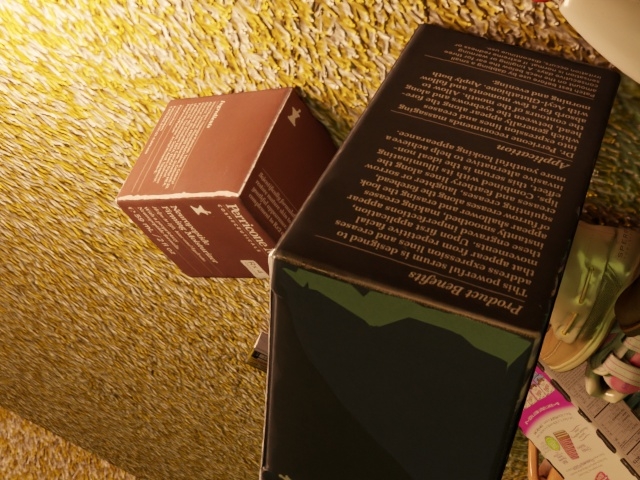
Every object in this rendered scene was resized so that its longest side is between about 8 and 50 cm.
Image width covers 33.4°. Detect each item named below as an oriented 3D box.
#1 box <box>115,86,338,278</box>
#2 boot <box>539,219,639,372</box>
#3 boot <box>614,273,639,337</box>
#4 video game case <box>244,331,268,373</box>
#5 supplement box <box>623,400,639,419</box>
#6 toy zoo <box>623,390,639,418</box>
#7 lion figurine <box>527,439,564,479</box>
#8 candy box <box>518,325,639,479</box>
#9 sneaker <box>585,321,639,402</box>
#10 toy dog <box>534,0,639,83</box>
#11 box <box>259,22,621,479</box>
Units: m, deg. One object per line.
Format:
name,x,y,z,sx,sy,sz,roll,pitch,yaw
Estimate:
box,-0.101,-0.066,1.301,0.203,0.167,0.168,0,143,37
boot,0.262,0.048,1.286,0.203,0.095,0.262,22,145,1
boot,0.368,-0.021,1.076,0.115,0.112,0.305,34,135,7
video game case,0.007,0.238,1.810,0.274,0.035,0.248,25,166,-2
supplement box,0.403,0.238,1.527,0.098,0.036,0.062,49,156,10
toy zoo,0.527,0.235,1.478,0.192,0.030,0.293,21,152,6
lion figurine,0.428,0.412,1.632,0.392,0.240,0.142,28,151,-5
candy box,0.352,0.248,1.496,0.233,0.071,0.159,50,153,9
sneaker,0.398,0.131,1.315,0.102,0.111,0.252,21,151,6
toy dog,0.256,-0.215,0.847,0.334,0.161,0.220,46,151,-8
box,0.115,0.032,0.993,0.211,0.395,0.294,17,133,13
